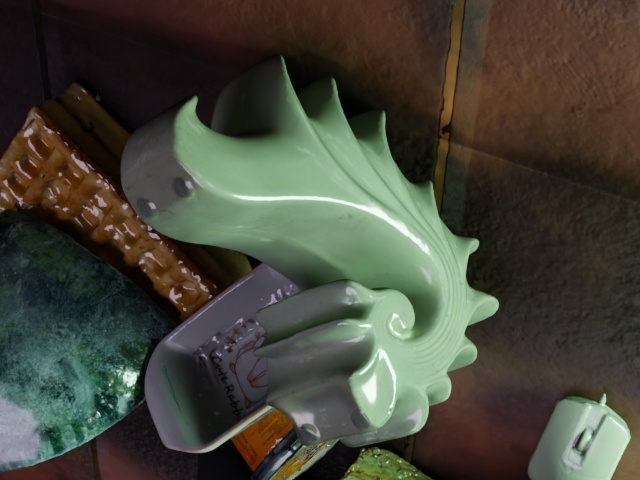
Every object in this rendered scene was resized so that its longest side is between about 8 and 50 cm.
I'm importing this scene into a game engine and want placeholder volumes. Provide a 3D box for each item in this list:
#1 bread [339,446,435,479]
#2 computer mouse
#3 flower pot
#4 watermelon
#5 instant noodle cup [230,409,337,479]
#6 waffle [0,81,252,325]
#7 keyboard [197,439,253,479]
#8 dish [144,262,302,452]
[{"bbox_3d":[0.106,0.345,1.422,0.196,0.102,0.138,30,137,12],"label":"bread"},{"bbox_3d":[0.268,0.229,1.251,0.089,0.056,0.182,23,133,14],"label":"computer mouse"},{"bbox_3d":[0.000,0.000,1.123,0.164,0.254,0.367,-25,104,44],"label":"flower pot"},{"bbox_3d":[-0.317,0.150,1.387,0.320,0.289,0.214,28,166,-1],"label":"watermelon"},{"bbox_3d":[-0.045,0.193,1.377,0.125,0.177,0.208,47,150,15],"label":"instant noodle cup"},{"bbox_3d":[-0.240,-0.011,1.405,0.308,0.091,0.213,46,137,-2],"label":"waffle"},{"bbox_3d":[-0.126,0.338,1.642,0.101,0.018,0.310,24,133,21],"label":"keyboard"},{"bbox_3d":[-0.083,0.136,1.290,0.064,0.234,0.154,41,-164,-54],"label":"dish"}]
